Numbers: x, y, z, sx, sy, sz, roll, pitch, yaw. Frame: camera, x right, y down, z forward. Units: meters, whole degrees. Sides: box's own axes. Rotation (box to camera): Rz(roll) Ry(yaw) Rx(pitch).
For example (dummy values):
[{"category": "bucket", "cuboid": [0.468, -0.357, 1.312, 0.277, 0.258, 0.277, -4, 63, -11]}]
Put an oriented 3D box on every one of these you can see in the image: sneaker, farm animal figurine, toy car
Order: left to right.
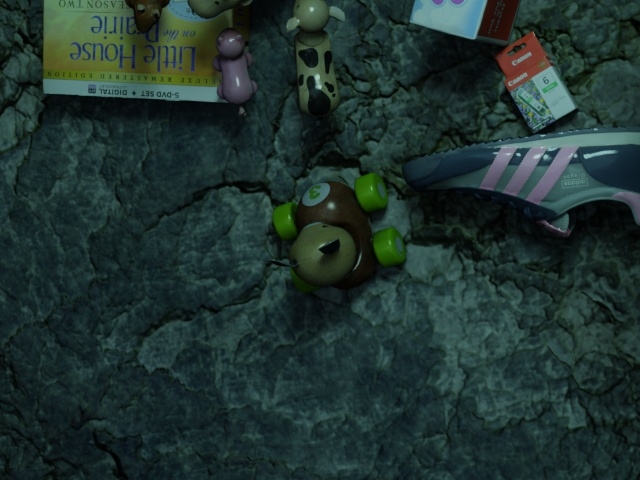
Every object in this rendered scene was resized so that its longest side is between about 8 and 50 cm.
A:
[{"category": "farm animal figurine", "cuboid": [-0.078, -0.329, 1.541, 0.330, 0.172, 0.327, 27, 95, -8]}, {"category": "toy car", "cuboid": [0.000, 0.000, 1.581, 0.155, 0.188, 0.149, -19, 90, 22]}, {"category": "sneaker", "cuboid": [0.256, -0.064, 1.514, 0.319, 0.112, 0.131, -5, 92, 23]}]

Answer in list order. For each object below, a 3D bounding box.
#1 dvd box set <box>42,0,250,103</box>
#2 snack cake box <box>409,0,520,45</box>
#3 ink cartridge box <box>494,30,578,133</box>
[{"category": "dvd box set", "cuboid": [-0.243, -0.405, 1.695, 0.307, 0.062, 0.420, 6, 99, 21]}, {"category": "snack cake box", "cuboid": [0.204, -0.375, 1.474, 0.089, 0.152, 0.264, 19, 103, 19]}, {"category": "ink cartridge box", "cuboid": [0.268, -0.199, 1.536, 0.063, 0.029, 0.115, -31, 85, 22]}]
